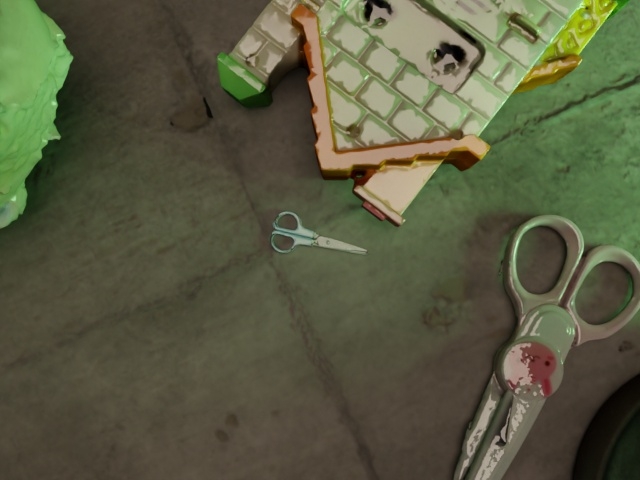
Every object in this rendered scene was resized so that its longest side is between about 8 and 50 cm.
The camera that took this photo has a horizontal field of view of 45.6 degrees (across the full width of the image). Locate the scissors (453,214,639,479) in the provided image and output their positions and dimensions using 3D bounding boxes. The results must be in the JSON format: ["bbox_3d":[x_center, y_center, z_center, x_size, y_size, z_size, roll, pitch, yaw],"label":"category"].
[{"bbox_3d":[0.171,0.101,0.618,0.118,0.030,0.242,27,82,0],"label":"scissors"}]

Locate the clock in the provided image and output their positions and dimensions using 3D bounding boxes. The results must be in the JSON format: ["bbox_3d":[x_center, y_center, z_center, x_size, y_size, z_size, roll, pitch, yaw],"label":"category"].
[{"bbox_3d":[0.074,-0.155,0.599,0.220,0.106,0.255,38,91,2],"label":"clock"}]

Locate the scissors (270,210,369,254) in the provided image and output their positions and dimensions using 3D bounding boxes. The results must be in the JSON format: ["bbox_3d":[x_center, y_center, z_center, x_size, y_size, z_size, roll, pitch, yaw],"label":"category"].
[{"bbox_3d":[0.000,0.000,0.630,0.083,0.006,0.036,13,85,-1],"label":"scissors"}]

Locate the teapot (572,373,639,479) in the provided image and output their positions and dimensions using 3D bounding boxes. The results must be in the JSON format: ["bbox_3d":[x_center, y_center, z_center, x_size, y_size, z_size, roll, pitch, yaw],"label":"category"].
[{"bbox_3d":[0.333,0.162,0.481,0.234,0.312,0.314,5,87,-4],"label":"teapot"}]

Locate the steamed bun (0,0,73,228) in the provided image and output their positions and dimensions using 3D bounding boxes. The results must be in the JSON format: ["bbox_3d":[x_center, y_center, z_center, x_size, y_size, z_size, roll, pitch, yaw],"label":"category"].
[{"bbox_3d":[-0.358,-0.097,0.514,0.334,0.233,0.312,-40,87,-12],"label":"steamed bun"}]
